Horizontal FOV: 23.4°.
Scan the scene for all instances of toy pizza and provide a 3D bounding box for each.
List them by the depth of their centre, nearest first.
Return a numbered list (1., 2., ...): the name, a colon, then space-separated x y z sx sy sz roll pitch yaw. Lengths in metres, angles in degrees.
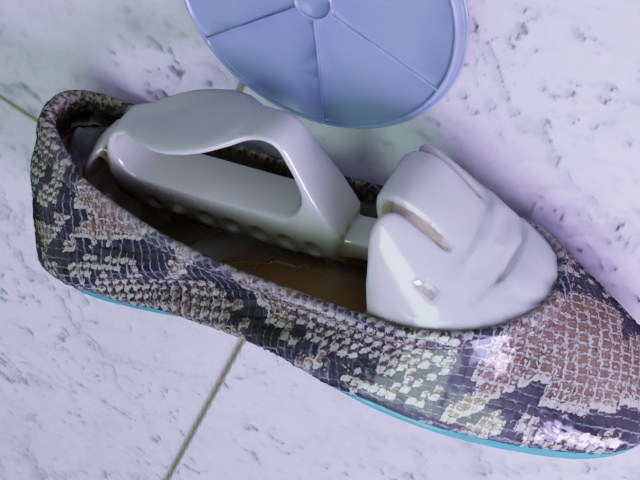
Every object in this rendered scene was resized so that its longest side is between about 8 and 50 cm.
1. toy pizza: 0.001 -0.156 0.955 0.201 0.032 0.201 18 138 18

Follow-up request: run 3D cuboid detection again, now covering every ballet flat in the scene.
1. ballet flat: 0.000 0.000 1.014 0.483 0.164 0.182 18 134 25
